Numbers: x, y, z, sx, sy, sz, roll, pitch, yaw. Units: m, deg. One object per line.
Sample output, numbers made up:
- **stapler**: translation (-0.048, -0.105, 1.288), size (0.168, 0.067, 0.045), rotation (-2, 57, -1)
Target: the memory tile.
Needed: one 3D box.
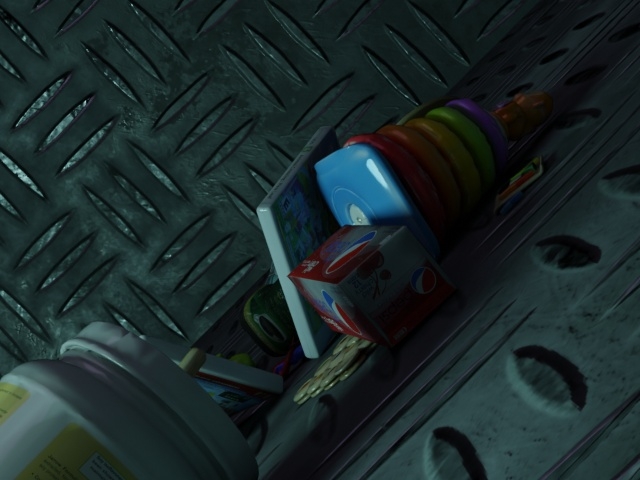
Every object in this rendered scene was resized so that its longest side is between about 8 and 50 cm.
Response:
- **memory tile**: translation (0.028, 0.120, 1.565), size (0.113, 0.012, 0.148), rotation (-47, 5, -30)

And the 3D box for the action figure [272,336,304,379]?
- **action figure**: translation (-0.031, 0.142, 1.848), size (0.115, 0.030, 0.038), rotation (-46, 8, 18)

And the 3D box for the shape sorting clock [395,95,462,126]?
- **shape sorting clock**: translation (0.119, -0.091, 1.858), size (0.206, 0.040, 0.206), rotation (-28, -39, -26)

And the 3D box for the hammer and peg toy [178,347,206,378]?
- **hammer and peg toy**: translation (-0.221, 0.278, 1.672), size (0.266, 0.127, 0.361), rotation (-45, 3, -32)

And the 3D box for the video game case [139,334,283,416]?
- **video game case**: translation (-0.211, 0.193, 1.819), size (0.285, 0.204, 0.025), rotation (-29, 51, 44)

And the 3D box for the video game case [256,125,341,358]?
- **video game case**: translation (0.000, 0.000, 1.785), size (0.023, 0.212, 0.193), rotation (-1, 32, 28)

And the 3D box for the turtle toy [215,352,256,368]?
- **turtle toy**: translation (-0.148, 0.205, 2.109), size (0.130, 0.066, 0.095), rotation (-46, 4, -20)

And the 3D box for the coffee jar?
- **coffee jar**: translation (-0.035, 0.087, 1.942), size (0.079, 0.096, 0.184), rotation (-44, 4, -32)

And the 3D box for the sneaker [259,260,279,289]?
- **sneaker**: translation (-0.055, 0.074, 2.229), size (0.122, 0.110, 0.283), rotation (-48, 3, 6)

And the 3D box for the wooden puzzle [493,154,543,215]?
- **wooden puzzle**: translation (0.208, -0.060, 1.574), size (0.078, 0.014, 0.116), rotation (-44, 4, 9)

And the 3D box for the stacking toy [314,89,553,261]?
- **stacking toy**: translation (0.158, -0.099, 1.730), size (0.302, 0.166, 0.175), rotation (-33, 3, -22)

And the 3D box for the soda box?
- **soda box**: translation (0.046, 0.042, 1.507), size (0.092, 0.083, 0.263), rotation (-42, 8, -8)

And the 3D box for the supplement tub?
- **supplement tub**: translation (-0.234, 0.252, 1.235), size (0.331, 0.241, 0.241), rotation (-46, 4, -24)
